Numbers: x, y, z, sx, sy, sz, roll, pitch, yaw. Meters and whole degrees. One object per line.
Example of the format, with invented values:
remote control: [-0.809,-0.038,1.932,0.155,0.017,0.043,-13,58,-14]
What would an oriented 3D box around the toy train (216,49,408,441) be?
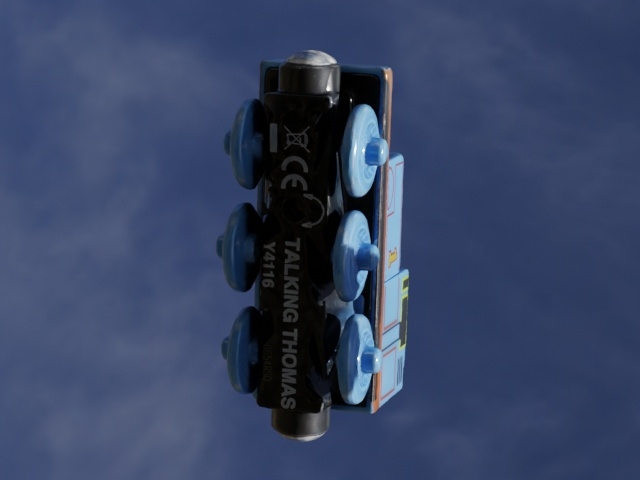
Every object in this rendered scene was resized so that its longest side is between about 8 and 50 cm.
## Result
toy train: [0.000,0.000,0.916,0.080,0.105,0.184,4,-79,17]
